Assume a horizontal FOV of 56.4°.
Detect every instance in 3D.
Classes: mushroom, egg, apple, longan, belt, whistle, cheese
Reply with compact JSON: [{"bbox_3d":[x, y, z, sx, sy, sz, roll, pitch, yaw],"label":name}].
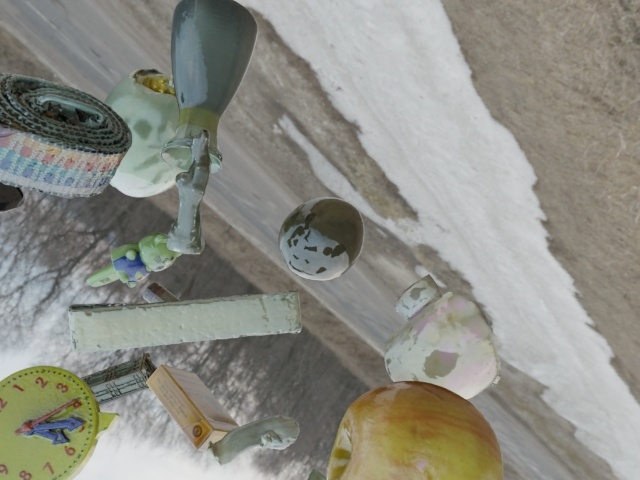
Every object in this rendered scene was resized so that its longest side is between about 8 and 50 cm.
[{"bbox_3d":[0.211,0.187,1.116,0.236,0.173,0.162,58,162,24],"label":"mushroom"},{"bbox_3d":[-0.443,-0.265,1.564,0.278,0.336,0.278,21,-158,-9],"label":"egg"},{"bbox_3d":[0.134,0.350,0.895,0.233,0.286,0.286,18,167,-1],"label":"apple"},{"bbox_3d":[0.000,0.000,1.374,0.196,0.197,0.220,39,145,-12],"label":"longan"},{"bbox_3d":[-0.499,-0.204,1.097,0.295,0.160,0.207,13,-142,-45],"label":"belt"},{"bbox_3d":[-0.415,0.049,1.341,0.105,0.227,0.085,66,178,-66],"label":"whistle"},{"bbox_3d":[-0.231,0.142,1.055,0.400,0.085,0.034,-2,-176,-11],"label":"cheese"},{"bbox_3d":[-0.174,0.525,1.588,0.278,0.096,0.099,-3,-133,-41],"label":"mushroom"}]

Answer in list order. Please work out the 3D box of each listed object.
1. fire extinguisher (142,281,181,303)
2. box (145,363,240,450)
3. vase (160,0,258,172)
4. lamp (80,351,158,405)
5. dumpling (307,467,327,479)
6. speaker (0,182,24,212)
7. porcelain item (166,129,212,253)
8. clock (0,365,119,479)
[{"bbox_3d":[-0.504,0.238,2.071,0.252,0.075,0.106,35,164,14],"label":"fire extinguisher"},{"bbox_3d":[-0.354,0.478,1.698,0.274,0.076,0.174,39,180,32],"label":"box"},{"bbox_3d":[-0.227,-0.300,1.177,0.173,0.321,0.173,6,165,2],"label":"vase"},{"bbox_3d":[-0.661,0.446,1.819,0.090,0.325,0.089,-106,-5,-63],"label":"lamp"},{"bbox_3d":[0.023,0.646,1.472,0.104,0.149,0.216,-4,152,28],"label":"dumpling"},{"bbox_3d":[-0.773,-0.179,1.152,0.184,0.180,0.388,-95,-12,-57],"label":"speaker"},{"bbox_3d":[-0.222,-0.086,1.046,0.069,0.216,0.081,12,-162,-4],"label":"porcelain item"},{"bbox_3d":[-0.623,0.412,1.302,0.293,0.277,0.071,20,157,10],"label":"clock"}]
